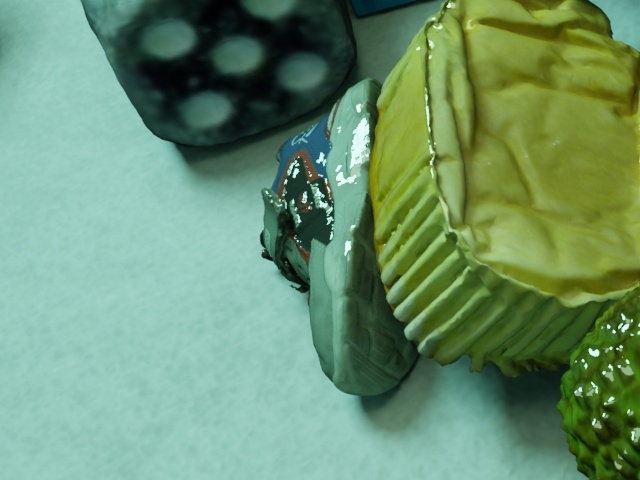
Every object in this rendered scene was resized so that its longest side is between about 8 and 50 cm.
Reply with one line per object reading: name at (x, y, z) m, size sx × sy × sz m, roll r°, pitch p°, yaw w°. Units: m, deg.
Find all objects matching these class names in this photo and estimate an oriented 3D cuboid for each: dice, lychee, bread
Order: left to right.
dice at (-0.082, -0.195, 1.182) m, size 0.183 × 0.181 × 0.182 m, roll -21°, pitch 47°, yaw 4°
bread at (0.121, -0.037, 0.970) m, size 0.179 × 0.133 × 0.250 m, roll 12°, pitch 56°, yaw -21°
lychee at (0.210, 0.101, 0.838) m, size 0.171 × 0.171 × 0.171 m, roll -12°, pitch 49°, yaw 14°

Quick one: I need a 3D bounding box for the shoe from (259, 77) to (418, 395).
shoe at (0.000, 0.000, 1.044) m, size 0.126 × 0.099 × 0.227 m, roll -12°, pitch 56°, yaw 28°

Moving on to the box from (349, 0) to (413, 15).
box at (0.063, -0.279, 1.183) m, size 0.139 × 0.194 × 0.073 m, roll -13°, pitch 47°, yaw 14°
